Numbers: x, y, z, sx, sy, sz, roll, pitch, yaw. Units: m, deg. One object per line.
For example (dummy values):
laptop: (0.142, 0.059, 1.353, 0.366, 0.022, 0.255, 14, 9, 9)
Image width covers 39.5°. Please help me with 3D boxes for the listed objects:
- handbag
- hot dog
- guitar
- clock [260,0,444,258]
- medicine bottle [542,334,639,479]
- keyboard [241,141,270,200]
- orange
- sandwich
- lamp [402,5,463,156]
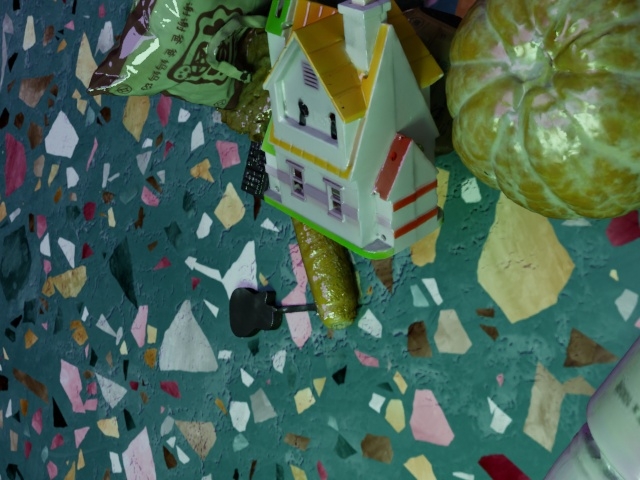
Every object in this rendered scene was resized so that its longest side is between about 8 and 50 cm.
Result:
handbag: (-0.154, -0.258, 1.100, 0.127, 0.235, 0.213, 40, 114, 28)
hot dog: (-0.001, 0.000, 1.415, 0.068, 0.083, 0.289, -22, 73, 21)
guitar: (-0.071, 0.118, 1.508, 0.233, 0.025, 0.088, -8, 82, 43)
clock: (0.036, -0.168, 1.107, 0.235, 0.166, 0.309, 30, 139, 41)
medicine bottle: (0.407, 0.187, 0.925, 0.219, 0.219, 0.388, 47, 118, 34)
keyboard: (-0.088, -0.187, 1.536, 0.094, 0.025, 0.230, 24, 105, 44)
orange: (0.292, -0.186, 1.024, 0.329, 0.249, 0.329, -1, 88, 37)
sandwich: (0.011, -0.296, 1.285, 0.131, 0.262, 0.325, 34, 112, 33)
lamp: (0.147, -0.218, 1.228, 0.161, 0.161, 0.185, 39, 119, 37)
